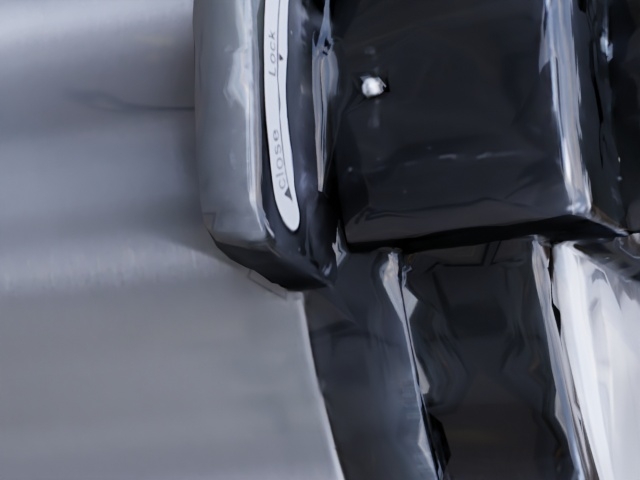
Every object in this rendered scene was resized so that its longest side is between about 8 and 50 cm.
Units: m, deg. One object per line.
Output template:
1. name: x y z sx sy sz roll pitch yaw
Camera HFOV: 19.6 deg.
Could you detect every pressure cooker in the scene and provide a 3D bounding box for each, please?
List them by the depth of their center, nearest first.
1. pressure cooker: -0.001 -0.006 0.633 0.370 0.420 0.375 -67 143 -51
